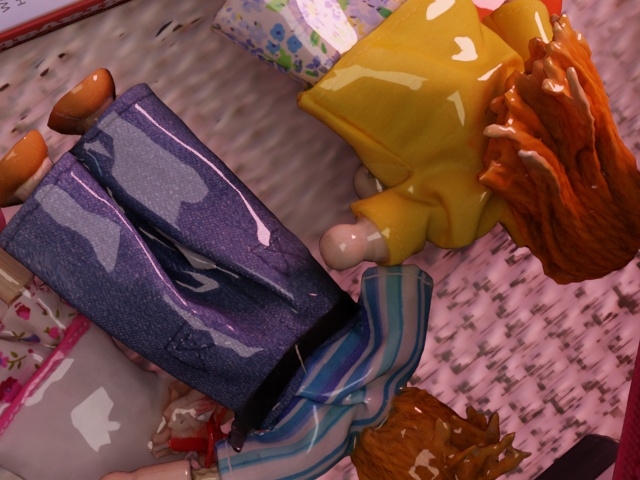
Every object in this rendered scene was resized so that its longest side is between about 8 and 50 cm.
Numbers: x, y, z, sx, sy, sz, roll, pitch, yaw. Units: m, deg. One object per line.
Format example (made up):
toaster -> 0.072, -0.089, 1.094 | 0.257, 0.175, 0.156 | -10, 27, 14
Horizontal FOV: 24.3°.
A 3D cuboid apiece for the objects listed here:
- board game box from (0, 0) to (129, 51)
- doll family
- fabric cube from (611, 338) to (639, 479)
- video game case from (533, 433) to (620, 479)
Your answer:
board game box -> -0.163, -0.185, 0.459 | 0.145, 0.027, 0.281 | -24, 91, -11
doll family -> 0.000, 0.000, 0.429 | 0.163, 0.118, 0.263 | 40, 82, -5
fabric cube -> 0.197, 0.072, 0.277 | 0.258, 0.254, 0.259 | 14, 74, 4
video game case -> 0.064, 0.243, 0.470 | 0.275, 0.035, 0.248 | -39, 94, -9
